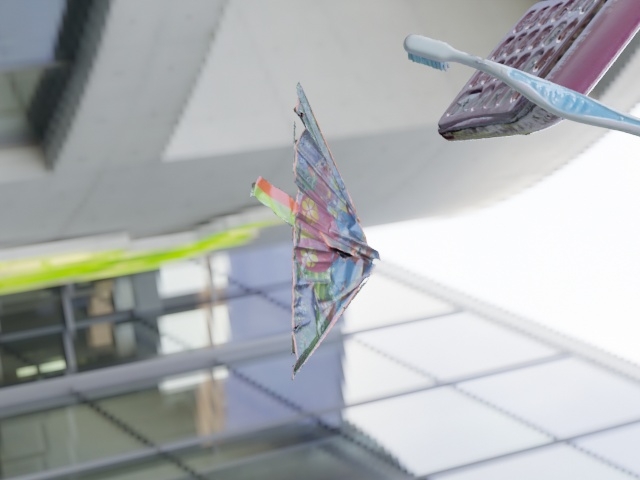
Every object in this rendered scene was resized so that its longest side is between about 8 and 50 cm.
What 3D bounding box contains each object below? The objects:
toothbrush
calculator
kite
[{"bbox_3d":[0.110,-0.059,0.770,0.162,0.014,0.017,20,-23,17],"label":"toothbrush"},{"bbox_3d":[0.149,-0.116,1.146,0.034,0.126,0.190,41,-15,-13],"label":"calculator"},{"bbox_3d":[0.000,0.000,1.391,0.014,0.183,0.241,-10,-117,30],"label":"kite"}]
